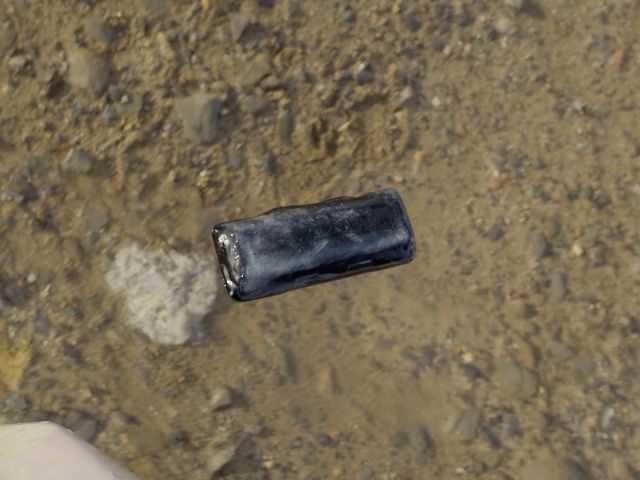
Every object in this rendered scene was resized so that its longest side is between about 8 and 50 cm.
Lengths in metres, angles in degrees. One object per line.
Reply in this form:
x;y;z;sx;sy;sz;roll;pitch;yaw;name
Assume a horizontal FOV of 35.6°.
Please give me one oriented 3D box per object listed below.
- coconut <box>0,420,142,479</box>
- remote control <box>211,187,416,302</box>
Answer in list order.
-0.128;0.170;0.348;0.234;0.224;0.224;40;57;-52;coconut
0.000;0.000;0.449;0.096;0.014;0.039;-12;79;-24;remote control
